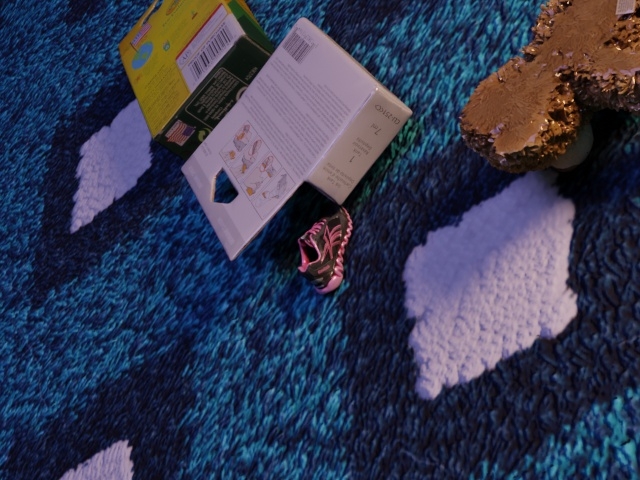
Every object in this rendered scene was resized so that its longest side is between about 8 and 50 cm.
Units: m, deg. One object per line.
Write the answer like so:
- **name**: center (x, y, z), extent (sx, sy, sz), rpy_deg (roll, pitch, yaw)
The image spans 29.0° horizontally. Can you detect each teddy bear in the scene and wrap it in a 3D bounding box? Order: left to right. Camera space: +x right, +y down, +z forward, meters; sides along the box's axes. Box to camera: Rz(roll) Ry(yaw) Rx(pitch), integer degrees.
- **teddy bear**: center (0.284, -0.185, 1.170), extent (0.245, 0.113, 0.338), rpy_deg (22, 74, 48)

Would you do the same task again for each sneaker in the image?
- **sneaker**: center (0.000, 0.000, 1.402), extent (0.047, 0.057, 0.119), rpy_deg (-27, 44, 39)

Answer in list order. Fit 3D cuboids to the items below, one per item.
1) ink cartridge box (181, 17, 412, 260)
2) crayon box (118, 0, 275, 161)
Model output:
- **ink cartridge box**: center (-0.040, -0.119, 1.513), extent (0.261, 0.066, 0.296), rpy_deg (-51, 30, 9)
- **crayon box**: center (-0.188, -0.278, 1.826), extent (0.202, 0.081, 0.318), rpy_deg (-47, 37, 15)
